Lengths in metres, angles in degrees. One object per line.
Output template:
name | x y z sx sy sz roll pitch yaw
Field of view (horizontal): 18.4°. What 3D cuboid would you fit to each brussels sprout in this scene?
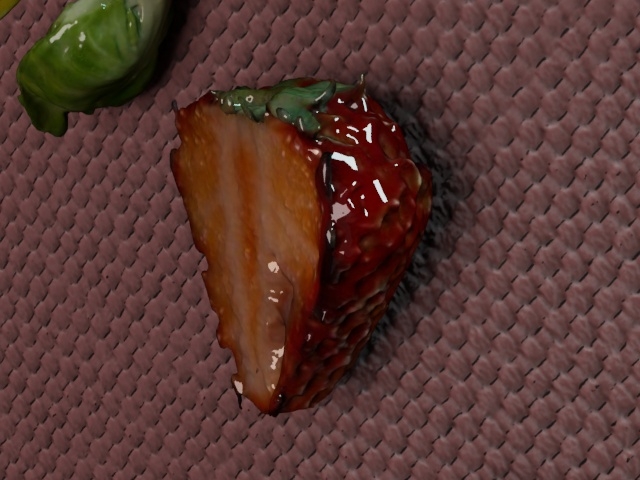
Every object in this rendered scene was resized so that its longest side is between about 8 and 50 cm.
brussels sprout | -0.196 -0.174 1.753 0.181 0.139 0.100 -32 85 33

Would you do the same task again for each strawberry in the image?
strawberry | 0.007 -0.008 1.622 0.253 0.150 0.280 -13 92 59

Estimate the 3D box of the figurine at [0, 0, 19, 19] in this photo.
figurine | -0.301 -0.383 1.718 0.401 0.268 0.387 -46 56 22
